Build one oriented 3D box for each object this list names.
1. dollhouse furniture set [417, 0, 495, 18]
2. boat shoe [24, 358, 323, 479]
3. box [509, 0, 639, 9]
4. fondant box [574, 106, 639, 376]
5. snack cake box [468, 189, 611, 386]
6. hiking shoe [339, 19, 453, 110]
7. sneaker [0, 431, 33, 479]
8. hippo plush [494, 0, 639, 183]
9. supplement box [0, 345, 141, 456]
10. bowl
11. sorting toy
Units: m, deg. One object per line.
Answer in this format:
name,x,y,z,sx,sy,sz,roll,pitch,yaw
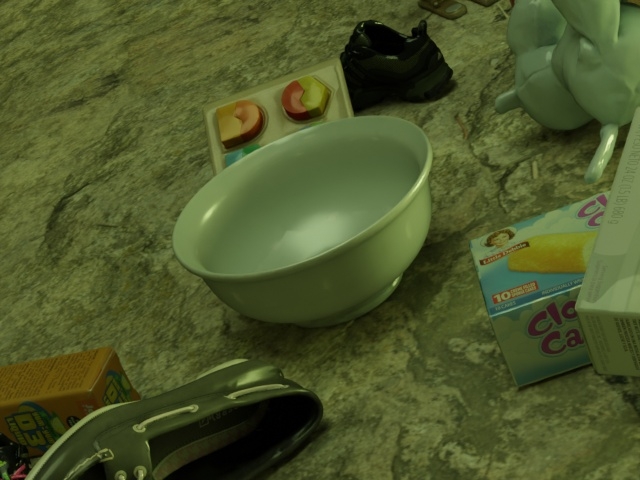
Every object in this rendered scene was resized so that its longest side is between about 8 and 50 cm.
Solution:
dollhouse furniture set,0.166,-0.396,2.301,0.144,0.151,0.123,-32,28,-11
boat shoe,-0.131,0.195,1.483,0.095,0.112,0.335,11,26,39
box,0.331,-0.305,2.031,0.170,0.130,0.091,-11,31,25
fondant box,0.400,0.002,1.341,0.330,0.096,0.238,3,50,26
snack cake box,0.283,0.024,1.534,0.264,0.089,0.152,-20,29,7
hiking shoe,0.059,-0.237,2.143,0.227,0.114,0.086,-6,32,31
sneaker,-0.305,0.244,1.624,0.063,0.075,0.170,-29,28,-10
hippo plush,0.328,-0.208,1.826,0.234,0.294,0.236,-8,-3,-17
supplement box,-0.314,0.180,1.743,0.233,0.078,0.080,-13,29,21
bowl,0.000,0.000,1.751,0.297,0.134,0.298,-18,28,10
sorting toy,-0.051,-0.133,2.058,0.193,0.038,0.208,-19,51,10
